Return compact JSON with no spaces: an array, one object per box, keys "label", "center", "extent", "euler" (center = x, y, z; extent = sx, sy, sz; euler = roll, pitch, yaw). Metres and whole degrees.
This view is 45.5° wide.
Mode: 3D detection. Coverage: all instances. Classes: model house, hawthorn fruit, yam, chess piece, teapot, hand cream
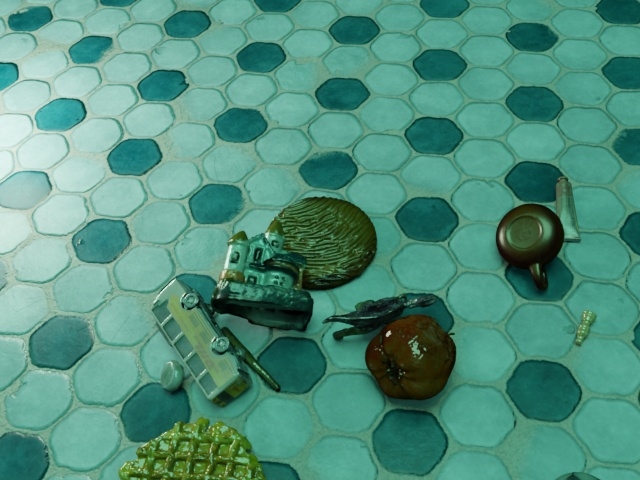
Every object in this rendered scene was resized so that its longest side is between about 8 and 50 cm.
[{"label":"model house","center":[-0.134,0.064,1.946],"extent":[0.253,0.184,0.291],"euler":[10,62,-7]},{"label":"hawthorn fruit","center":[0.238,0.261,1.820],"extent":[0.243,0.207,0.207],"euler":[-24,52,-39]},{"label":"yam","center":[-0.177,0.295,1.920],"extent":[0.234,0.027,0.029],"euler":[41,98,29]},{"label":"chess piece","center":[0.658,0.221,1.906],"extent":[0.035,0.035,0.092],"euler":[21,61,19]},{"label":"teapot","center":[0.566,0.013,2.023],"extent":[0.178,0.135,0.252],"euler":[-21,67,31]},{"label":"hand cream","center":[0.684,-0.087,2.135],"extent":[0.067,0.043,0.210],"euler":[2,58,6]}]

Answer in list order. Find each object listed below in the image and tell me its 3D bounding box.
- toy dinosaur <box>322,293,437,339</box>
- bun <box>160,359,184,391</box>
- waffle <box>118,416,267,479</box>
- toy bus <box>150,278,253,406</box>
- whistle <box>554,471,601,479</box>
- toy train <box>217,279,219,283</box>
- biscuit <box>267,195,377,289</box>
[{"label":"toy dinosaur","center":[0.142,0.177,1.898],"extent":[0.294,0.162,0.077],"euler":[-23,86,-12]},{"label":"bun","center":[-0.362,0.335,1.884],"extent":[0.045,0.083,0.083],"euler":[15,42,-36]},{"label":"waffle","center":[-0.291,0.551,1.712],"extent":[0.325,0.068,0.302],"euler":[-35,58,-18]},{"label":"toy bus","center":[-0.298,0.251,1.915],"extent":[0.138,0.097,0.342],"euler":[-42,59,0]},{"label":"whistle","center":[0.502,0.560,1.583],"extent":[0.289,0.163,0.164],"euler":[-2,53,3]},{"label":"toy train","center":[-0.204,0.116,2.046],"extent":[0.137,0.050,0.087],"euler":[17,53,17]},{"label":"biscuit","center":[0.000,0.000,2.124],"extent":[0.317,0.040,0.318],"euler":[-2,52,3]}]
